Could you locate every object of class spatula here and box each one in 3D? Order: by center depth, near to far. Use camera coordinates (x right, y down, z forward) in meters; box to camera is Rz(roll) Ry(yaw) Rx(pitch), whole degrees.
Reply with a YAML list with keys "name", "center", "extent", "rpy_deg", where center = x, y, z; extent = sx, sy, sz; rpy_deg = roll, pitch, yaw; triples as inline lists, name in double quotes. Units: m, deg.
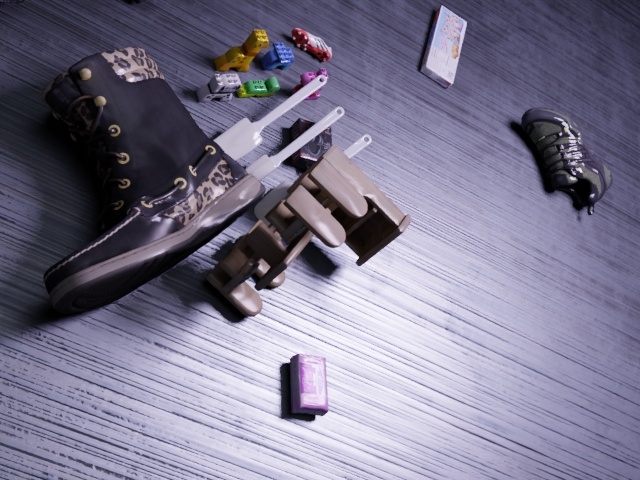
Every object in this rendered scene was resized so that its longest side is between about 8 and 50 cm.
- name: "spatula"
  center: [-0.039, -0.142, 1.483]
  extent: [0.242, 0.019, 0.168]
  rpy_deg: [-39, 91, -26]

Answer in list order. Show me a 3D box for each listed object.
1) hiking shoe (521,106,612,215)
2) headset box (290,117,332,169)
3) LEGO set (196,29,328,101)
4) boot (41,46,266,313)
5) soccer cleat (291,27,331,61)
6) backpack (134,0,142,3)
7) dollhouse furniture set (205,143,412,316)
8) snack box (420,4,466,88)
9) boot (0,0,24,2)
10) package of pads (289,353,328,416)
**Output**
- name: "hiking shoe"
  center: [0.464, -0.156, 1.819]
  extent: [0.227, 0.086, 0.114]
  rpy_deg: [43, 46, -8]
- name: "headset box"
  center: [-0.014, -0.147, 1.532]
  extent: [0.062, 0.032, 0.083]
  rpy_deg: [14, 57, -27]
- name: "LEGO set"
  center: [-0.087, -0.281, 1.516]
  extent: [0.227, 0.093, 0.087]
  rpy_deg: [-9, 71, -36]
- name: "boot"
  center: [-0.270, -0.091, 1.261]
  extent: [0.284, 0.138, 0.377]
  rpy_deg: [54, 46, 1]
- name: "soccer cleat"
  center: [-0.015, -0.340, 1.641]
  extent: [0.083, 0.029, 0.036]
  rpy_deg: [32, 43, -20]
- name: "backpack"
  center: [-0.308, -0.470, 1.458]
  extent: [0.182, 0.115, 0.152]
  rpy_deg: [19, 59, -21]
- name: "dollhouse furniture set"
  center: [0.000, 0.000, 1.342]
  extent: [0.161, 0.212, 0.242]
  rpy_deg: [45, 42, -5]
- name: "snack box"
  center: [0.237, -0.372, 1.827]
  extent: [0.064, 0.022, 0.178]
  rpy_deg: [29, 53, -16]
- name: "boot"
  center: [-0.490, -0.333, 1.302]
  extent: [0.189, 0.069, 0.086]
  rpy_deg: [6, 69, -22]
- name: "package of pads"
  center: [-0.017, 0.203, 1.340]
  extent: [0.050, 0.032, 0.083]
  rpy_deg: [13, 59, -29]
